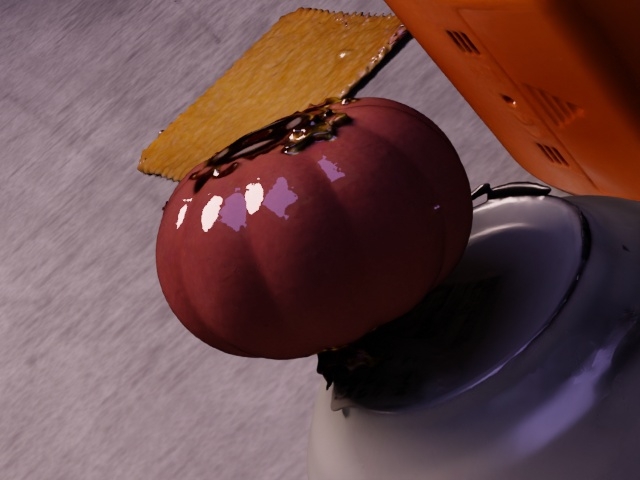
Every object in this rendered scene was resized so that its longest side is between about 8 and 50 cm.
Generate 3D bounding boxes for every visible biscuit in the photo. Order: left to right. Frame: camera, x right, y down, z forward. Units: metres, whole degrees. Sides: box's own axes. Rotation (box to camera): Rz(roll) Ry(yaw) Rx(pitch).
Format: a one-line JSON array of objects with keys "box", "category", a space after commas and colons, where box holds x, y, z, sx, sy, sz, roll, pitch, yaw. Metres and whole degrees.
[{"box": [-0.046, -0.133, 1.508, 0.237, 0.013, 0.232, -47, 29, -16], "category": "biscuit"}]

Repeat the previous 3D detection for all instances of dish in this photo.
[{"box": [0.099, 0.062, 0.940, 0.316, 0.106, 0.316, -29, 29, 18], "category": "dish"}]

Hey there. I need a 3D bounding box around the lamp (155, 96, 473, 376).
[{"box": [0.000, 0.000, 0.907, 0.182, 0.140, 0.182, -23, 16, 7], "category": "lamp"}]

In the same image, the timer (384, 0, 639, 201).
[{"box": [0.151, -0.144, 1.042, 0.250, 0.257, 0.161, 7, 58, 51], "category": "timer"}]
